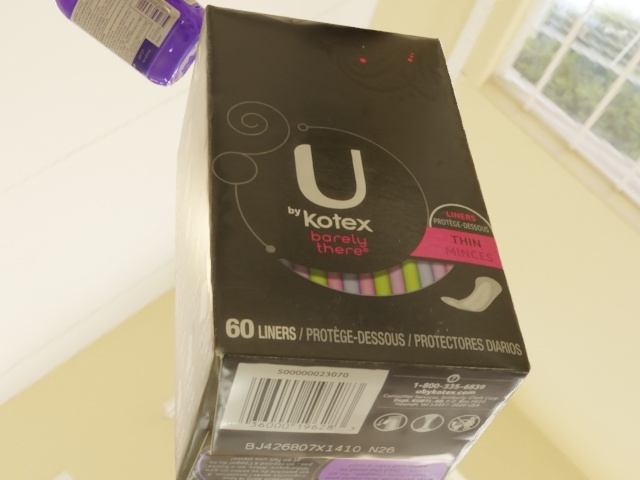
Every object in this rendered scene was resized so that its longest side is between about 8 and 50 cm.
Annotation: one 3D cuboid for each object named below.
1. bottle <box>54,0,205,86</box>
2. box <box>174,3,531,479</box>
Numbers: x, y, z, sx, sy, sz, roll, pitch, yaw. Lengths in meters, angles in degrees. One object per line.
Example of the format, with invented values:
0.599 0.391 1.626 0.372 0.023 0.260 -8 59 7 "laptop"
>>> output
-0.274 -0.318 1.163 0.118 0.283 0.092 -52 5 26 "bottle"
0.000 0.000 0.562 0.165 0.270 0.143 5 -42 -15 "box"
